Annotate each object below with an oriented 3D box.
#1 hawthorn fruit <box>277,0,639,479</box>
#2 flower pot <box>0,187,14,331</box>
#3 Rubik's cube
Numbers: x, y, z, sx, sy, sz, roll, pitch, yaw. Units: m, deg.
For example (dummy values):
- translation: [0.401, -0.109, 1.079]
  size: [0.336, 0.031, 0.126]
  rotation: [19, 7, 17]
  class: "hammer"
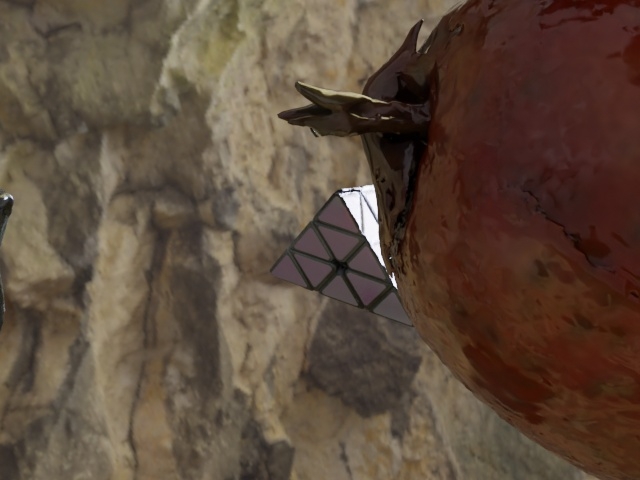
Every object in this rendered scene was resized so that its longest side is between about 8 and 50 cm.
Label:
- translation: [0.132, -0.027, 0.502]
  size: [0.308, 0.276, 0.276]
  rotation: [21, -142, -10]
  class: "hawthorn fruit"
- translation: [-0.357, 0.033, 0.967]
  size: [0.108, 0.229, 0.103]
  rotation: [29, -142, 16]
  class: "flower pot"
- translation: [0.000, 0.000, 1.339]
  size: [0.178, 0.190, 0.211]
  rotation: [-19, -127, 21]
  class: "Rubik's cube"
